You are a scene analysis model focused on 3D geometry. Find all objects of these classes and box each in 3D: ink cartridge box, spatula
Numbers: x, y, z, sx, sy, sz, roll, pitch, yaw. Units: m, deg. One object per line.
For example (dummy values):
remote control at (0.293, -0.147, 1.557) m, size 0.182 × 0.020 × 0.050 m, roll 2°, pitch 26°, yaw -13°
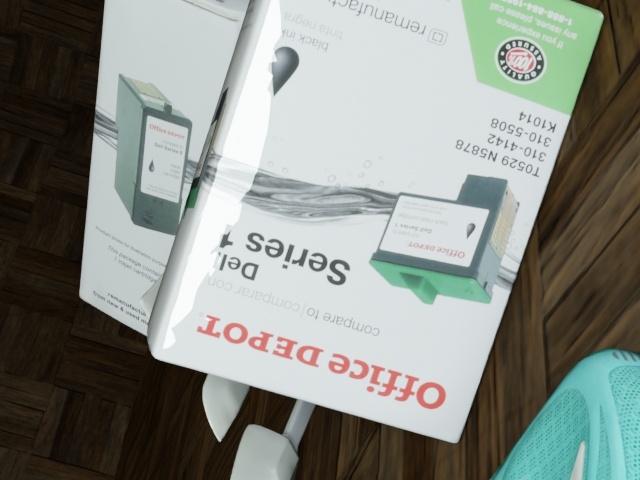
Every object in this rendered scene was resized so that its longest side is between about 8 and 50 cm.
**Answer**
ink cartridge box at (0.021, -0.028, 0.551) m, size 0.092 × 0.160 × 0.219 m, roll -145°, pitch 72°, yaw -79°
spatula at (-0.044, 0.073, 0.728) m, size 0.019 × 0.168 × 0.242 m, roll -27°, pitch 10°, yaw 15°
ink cartridge box at (-0.071, -0.088, 0.889) m, size 0.211 × 0.121 × 0.289 m, roll -36°, pitch -34°, yaw -51°

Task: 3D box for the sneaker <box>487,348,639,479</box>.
sneaker at (0.025, 0.144, 0.355) m, size 0.275 × 0.110 × 0.107 m, roll -57°, pitch 16°, yaw 20°
